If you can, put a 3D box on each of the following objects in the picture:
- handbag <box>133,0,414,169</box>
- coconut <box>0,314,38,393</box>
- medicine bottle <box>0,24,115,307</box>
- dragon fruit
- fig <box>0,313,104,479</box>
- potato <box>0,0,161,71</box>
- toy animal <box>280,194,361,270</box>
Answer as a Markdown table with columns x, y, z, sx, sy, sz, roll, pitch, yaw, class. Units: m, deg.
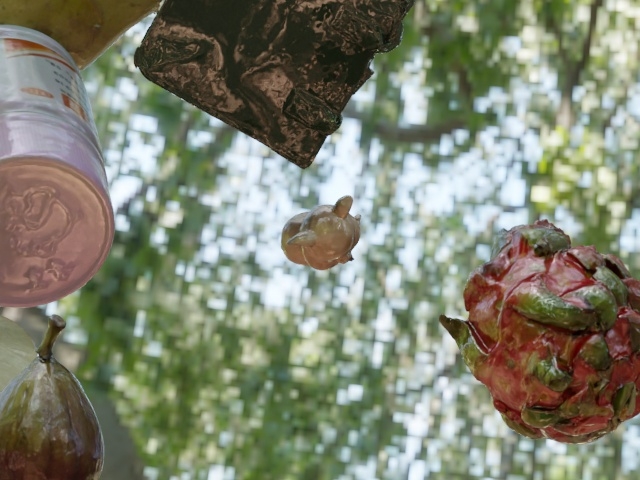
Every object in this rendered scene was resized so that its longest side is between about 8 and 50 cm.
| x | y | z | sx | sy | sz | roll | pitch | yaw | class |
| --- | --- | --- | --- | --- | --- | --- | --- | --- | --- |
| -0.052 | -0.243 | 2.110 | 0.260 | 0.079 | 0.247 | 33 | -71 | -1 | handbag |
| -0.394 | 0.195 | 1.784 | 0.328 | 0.329 | 0.329 | 6 | -26 | 3 | coconut |
| -0.347 | -0.089 | 2.064 | 0.202 | 0.316 | 0.202 | -7 | -55 | -10 | medicine bottle |
| 0.296 | 0.110 | 2.271 | 0.237 | 0.303 | 0.231 | -27 | -48 | 21 | dragon fruit |
| -0.183 | 0.112 | 1.207 | 0.088 | 0.125 | 0.089 | 5 | -5 | 0 | fig |
| -0.352 | -0.295 | 2.259 | 0.229 | 0.266 | 0.229 | 40 | -29 | 28 | potato |
| -0.005 | -0.004 | 2.212 | 0.089 | 0.083 | 0.150 | 23 | -19 | -17 | toy animal |
